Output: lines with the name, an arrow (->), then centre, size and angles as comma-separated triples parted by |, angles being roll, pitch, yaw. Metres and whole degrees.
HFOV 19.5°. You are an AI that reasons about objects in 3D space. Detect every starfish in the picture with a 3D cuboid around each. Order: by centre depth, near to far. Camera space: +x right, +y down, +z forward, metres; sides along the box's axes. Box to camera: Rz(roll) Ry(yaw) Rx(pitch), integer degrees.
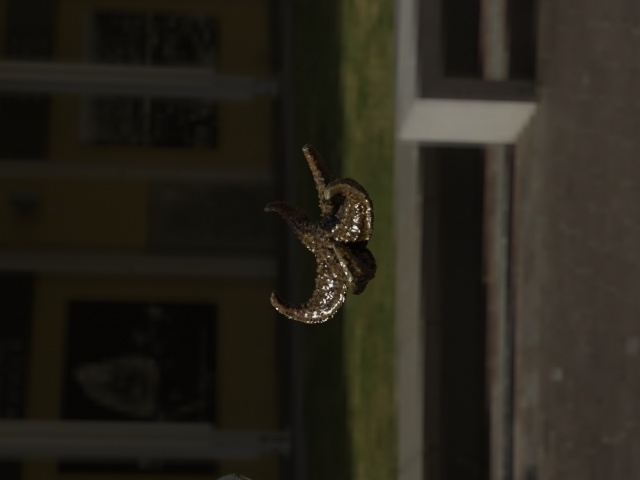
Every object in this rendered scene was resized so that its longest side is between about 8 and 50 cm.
starfish -> 0.000, 0.000, 0.782 | 0.091, 0.028, 0.078 | -146, 57, -62

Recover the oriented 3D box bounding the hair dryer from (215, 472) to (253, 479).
hair dryer -> -0.068, 0.230, 0.821 | 0.236, 0.131, 0.073 | -48, 11, -8
